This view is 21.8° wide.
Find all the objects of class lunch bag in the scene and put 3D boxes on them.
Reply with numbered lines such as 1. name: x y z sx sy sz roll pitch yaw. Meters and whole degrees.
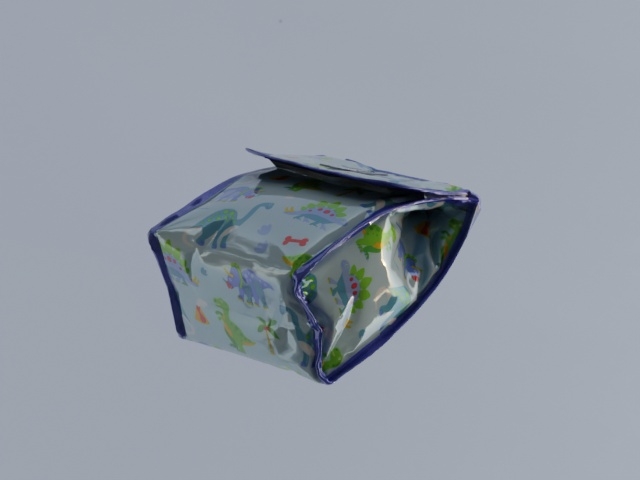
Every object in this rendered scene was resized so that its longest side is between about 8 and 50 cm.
1. lunch bag: 0.000 0.000 0.963 0.151 0.128 0.096 -34 -55 -35
